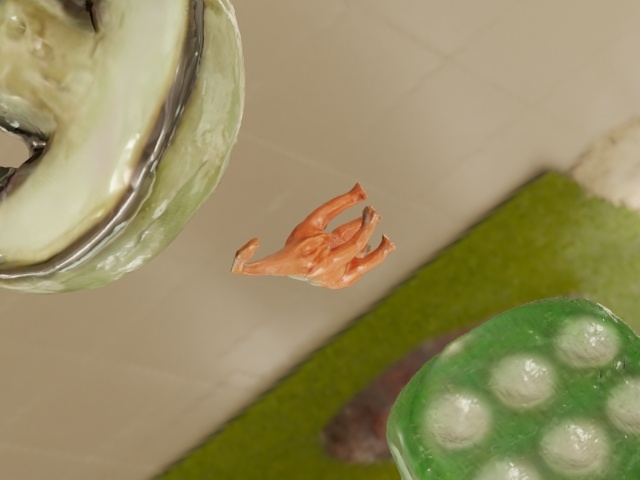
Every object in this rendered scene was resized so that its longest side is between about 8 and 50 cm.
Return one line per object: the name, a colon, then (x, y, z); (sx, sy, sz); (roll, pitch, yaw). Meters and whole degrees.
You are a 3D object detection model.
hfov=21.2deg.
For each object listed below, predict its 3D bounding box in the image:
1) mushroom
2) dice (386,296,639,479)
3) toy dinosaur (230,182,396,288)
mushroom: (-0.139, -0.085, 1.181); (0.189, 0.267, 0.164); (10, 174, 24)
dice: (0.255, 0.258, 1.868); (0.297, 0.287, 0.300); (-30, 147, -6)
toy dinosaur: (0.004, 0.005, 1.312); (0.101, 0.055, 0.279); (-43, 160, 7)
